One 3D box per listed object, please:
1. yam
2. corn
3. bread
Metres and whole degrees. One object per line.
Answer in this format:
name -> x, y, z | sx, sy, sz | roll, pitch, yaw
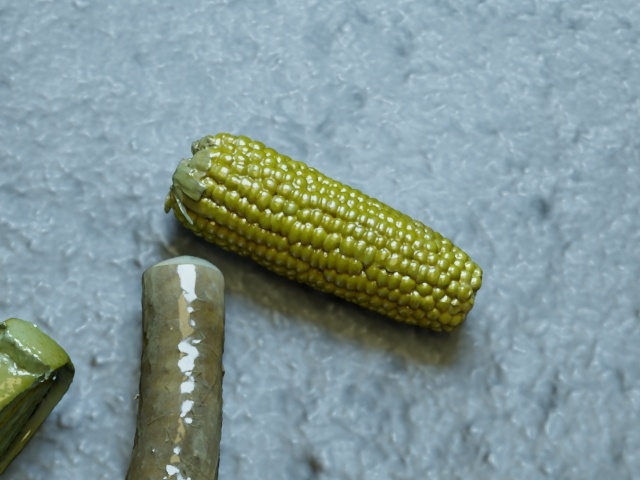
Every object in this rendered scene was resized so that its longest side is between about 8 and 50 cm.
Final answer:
yam -> -0.110, 0.169, 0.925 | 0.081, 0.081, 0.356 | 4, 61, -5
corn -> 0.002, -0.004, 1.028 | 0.260, 0.091, 0.091 | 26, 79, 3
bread -> -0.240, 0.127, 0.908 | 0.064, 0.117, 0.156 | 34, 63, 10
